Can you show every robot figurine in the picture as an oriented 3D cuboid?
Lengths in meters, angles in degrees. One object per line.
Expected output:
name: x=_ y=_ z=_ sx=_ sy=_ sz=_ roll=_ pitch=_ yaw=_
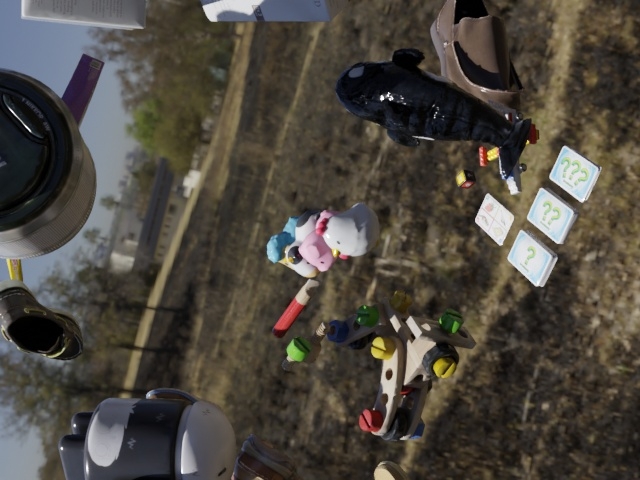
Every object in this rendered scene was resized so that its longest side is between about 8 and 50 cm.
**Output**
robot figurine: x=-0.276 y=0.346 z=1.404 sx=0.173 sy=0.278 sz=0.209 roll=76 pitch=-165 yaw=-66

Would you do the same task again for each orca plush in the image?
orca plush: x=0.133 y=-0.160 z=1.182 sx=0.102 sy=0.287 sz=0.151 roll=-46 pitch=-15 yaw=-42

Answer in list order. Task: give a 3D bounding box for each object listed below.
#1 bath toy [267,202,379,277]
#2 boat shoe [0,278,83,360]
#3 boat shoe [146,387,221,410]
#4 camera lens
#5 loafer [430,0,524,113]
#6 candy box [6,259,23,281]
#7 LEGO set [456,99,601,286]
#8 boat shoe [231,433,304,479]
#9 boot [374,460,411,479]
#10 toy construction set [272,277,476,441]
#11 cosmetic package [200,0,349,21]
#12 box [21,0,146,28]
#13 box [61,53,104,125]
bath toy: x=0.000 y=0.000 z=1.833 sx=0.348 sy=0.129 sz=0.151 roll=168 pitch=100 yaw=-65
boat shoe: x=-0.413 y=0.137 z=1.269 sx=0.068 sy=0.081 sz=0.228 roll=52 pitch=176 yaw=30
boat shoe: x=-0.308 y=0.386 z=1.945 sx=0.066 sy=0.183 sz=0.066 roll=-47 pitch=32 yaw=40
camera lens: x=-0.416 y=-0.091 z=1.140 sx=0.274 sy=0.219 sz=0.219 roll=140 pitch=143 yaw=-78
loafer: x=0.302 y=-0.377 z=1.682 sx=0.366 sy=0.134 sz=0.130 roll=-107 pitch=23 yaw=-44
candy box: x=-0.630 y=-0.025 z=1.718 sx=0.206 sy=0.027 sz=0.105 roll=63 pitch=152 yaw=30
LEGO set: x=0.265 y=-0.076 z=1.203 sx=0.244 sy=0.060 sz=0.182 roll=55 pitch=131 yaw=52
boat shoe: x=-0.108 y=0.447 z=1.558 sx=0.116 sy=0.123 sz=0.324 roll=-56 pitch=-21 yaw=-20
boot: x=0.125 y=0.624 z=1.832 sx=0.095 sy=0.203 sz=0.262 roll=-14 pitch=91 yaw=49
toy construction set: x=0.104 y=0.151 z=1.418 sx=0.237 sy=0.309 sz=0.257 roll=-57 pitch=12 yaw=32
cosmetic package: x=-0.076 y=-0.393 z=1.276 sx=0.085 sy=0.231 sz=0.117 roll=-53 pitch=-43 yaw=-34
box: x=-0.349 y=-0.364 z=1.264 sx=0.130 sy=0.170 sz=0.091 roll=-149 pitch=62 yaw=-67
box: x=-0.559 y=-0.254 z=1.889 sx=0.201 sy=0.057 sz=0.293 roll=-57 pitch=20 yaw=35
